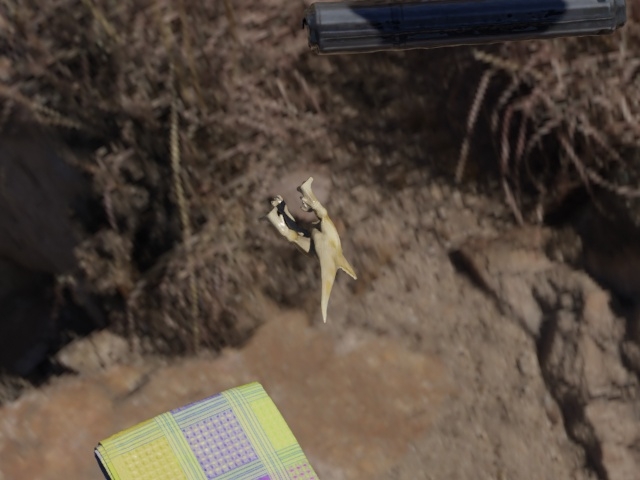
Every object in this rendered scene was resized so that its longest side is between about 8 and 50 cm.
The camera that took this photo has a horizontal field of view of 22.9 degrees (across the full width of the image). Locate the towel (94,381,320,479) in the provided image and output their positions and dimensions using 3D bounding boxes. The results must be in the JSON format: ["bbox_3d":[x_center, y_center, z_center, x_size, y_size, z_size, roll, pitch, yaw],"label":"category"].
[{"bbox_3d":[-0.049,0.097,0.668,0.083,0.009,0.060,-22,67,-26],"label":"towel"}]

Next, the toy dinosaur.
[{"bbox_3d":[0.000,0.000,1.299,0.053,0.092,0.183,-38,10,9],"label":"toy dinosaur"}]

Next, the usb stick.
[{"bbox_3d":[0.123,-0.192,1.375,0.278,0.045,0.077,-4,13,-2],"label":"usb stick"}]
